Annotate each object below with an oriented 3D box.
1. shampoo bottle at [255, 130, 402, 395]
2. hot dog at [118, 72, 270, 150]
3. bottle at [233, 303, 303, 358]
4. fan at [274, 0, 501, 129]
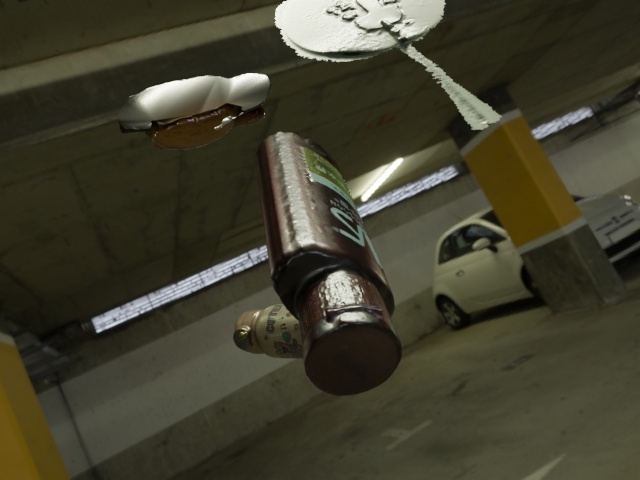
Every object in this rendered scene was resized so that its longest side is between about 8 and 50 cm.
[{"bbox_3d":[0.000,0.000,0.516,0.084,0.129,0.323,-42,28,16],"label":"shampoo bottle"},{"bbox_3d":[-0.271,-0.271,1.210,0.325,0.194,0.107,-3,-38,-2],"label":"hot dog"},{"bbox_3d":[-0.061,0.162,0.944,0.209,0.097,0.110,-8,3,30],"label":"bottle"},{"bbox_3d":[0.092,-0.263,0.676,0.233,0.415,0.012,-29,-37,-7],"label":"fan"}]
